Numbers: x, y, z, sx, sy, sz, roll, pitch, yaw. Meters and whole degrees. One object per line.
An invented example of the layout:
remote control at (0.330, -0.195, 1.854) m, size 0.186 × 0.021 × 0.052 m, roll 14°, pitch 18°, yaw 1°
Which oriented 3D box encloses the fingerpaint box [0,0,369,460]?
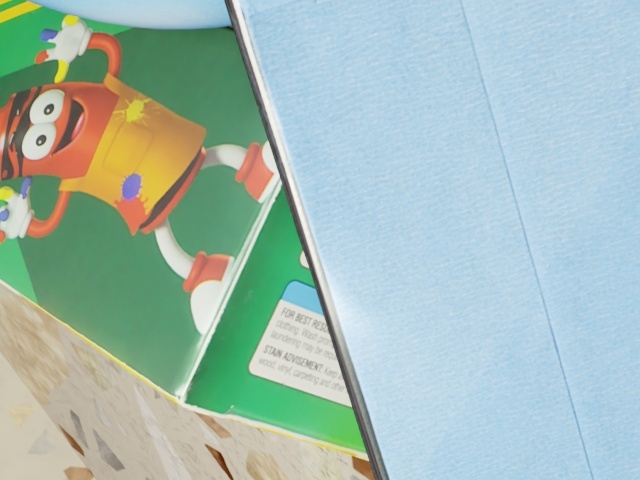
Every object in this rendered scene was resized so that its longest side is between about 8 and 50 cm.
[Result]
fingerpaint box at (0.000, 0.000, 0.880) m, size 0.445 × 0.163 × 0.371 m, roll 24°, pitch -179°, yaw -45°

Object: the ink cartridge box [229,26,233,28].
ink cartridge box at (-0.132, -0.212, 1.149) m, size 0.278 × 0.117 × 0.201 m, roll 17°, pitch 136°, yaw 52°

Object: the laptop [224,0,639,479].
laptop at (0.221, 0.016, 0.372) m, size 0.408 × 0.236 × 0.382 m, roll 5°, pitch 118°, yaw 51°

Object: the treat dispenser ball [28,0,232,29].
treat dispenser ball at (-0.051, -0.218, 0.523) m, size 0.288 × 0.288 × 0.288 m, roll 40°, pitch 152°, yaw 27°
